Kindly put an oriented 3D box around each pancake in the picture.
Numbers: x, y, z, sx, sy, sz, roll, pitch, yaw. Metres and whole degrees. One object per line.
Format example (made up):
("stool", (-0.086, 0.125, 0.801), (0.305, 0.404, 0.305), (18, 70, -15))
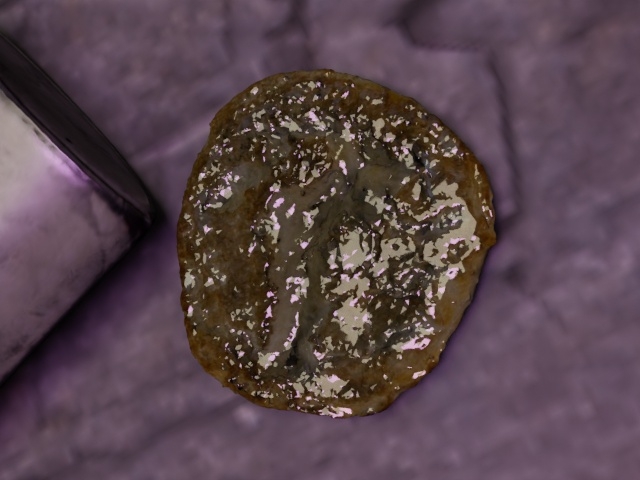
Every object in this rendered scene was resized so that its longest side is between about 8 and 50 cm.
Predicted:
("pancake", (0.000, 0.001, 0.440), (0.108, 0.017, 0.108), (-3, 81, 24))

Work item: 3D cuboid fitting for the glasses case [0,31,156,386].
("glasses case", (-0.186, 0.062, 0.478), (0.299, 0.060, 0.114), (-47, 74, 9))
